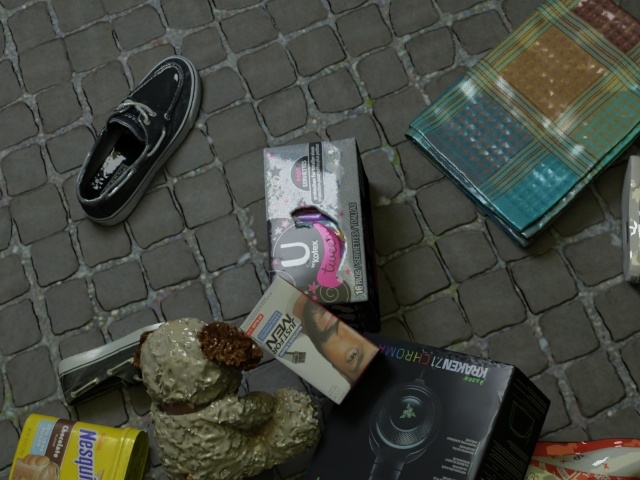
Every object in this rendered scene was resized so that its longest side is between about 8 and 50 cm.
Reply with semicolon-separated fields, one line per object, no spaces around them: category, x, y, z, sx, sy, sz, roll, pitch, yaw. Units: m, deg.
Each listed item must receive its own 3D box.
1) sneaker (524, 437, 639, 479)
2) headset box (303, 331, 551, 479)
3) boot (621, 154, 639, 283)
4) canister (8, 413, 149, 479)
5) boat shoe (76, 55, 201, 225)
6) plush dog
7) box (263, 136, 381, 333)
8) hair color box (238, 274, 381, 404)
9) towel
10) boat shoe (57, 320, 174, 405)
sneaker;0.349;0.339;1.665;0.270;0.090;0.145;-2;69;11
headset box;0.128;0.290;1.648;0.246;0.131;0.283;11;69;38
boot;0.479;-0.028;1.807;0.086;0.069;0.190;3;77;2
canister;-0.341;0.316;1.783;0.170;0.073;0.126;8;70;13
boat shoe;-0.285;-0.170;1.949;0.108;0.102;0.301;27;75;17
plush dog;-0.163;0.209;1.663;0.262;0.210;0.225;-8;104;38
box;0.000;0.000;1.806;0.142;0.163;0.247;-7;69;7
hair color box;-0.014;0.131;1.663;0.167;0.053;0.093;35;88;9
towel;0.339;-0.203;1.874;0.370;0.040;0.271;-43;64;-3
boat shoe;-0.272;0.180;1.828;0.219;0.078;0.070;-22;66;8
